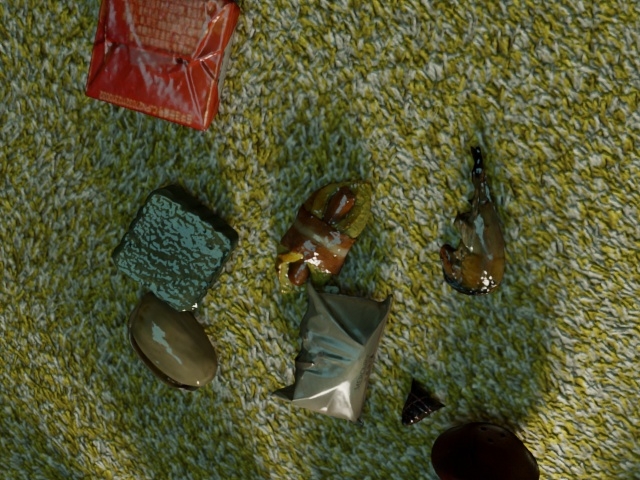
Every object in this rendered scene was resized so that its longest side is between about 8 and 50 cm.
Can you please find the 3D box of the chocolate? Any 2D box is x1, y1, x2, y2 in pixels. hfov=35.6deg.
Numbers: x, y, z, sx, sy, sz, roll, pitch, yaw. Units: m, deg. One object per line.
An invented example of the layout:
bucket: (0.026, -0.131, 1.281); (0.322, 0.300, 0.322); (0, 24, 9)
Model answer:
chocolate: (-0.271, -0.337, 1.744); (0.237, 0.108, 0.235); (16, 107, 8)

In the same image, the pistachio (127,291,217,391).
pistachio: (-0.280, 0.192, 1.882); (0.131, 0.129, 0.206); (-42, 98, -25)

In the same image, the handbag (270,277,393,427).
handbag: (0.020, 0.203, 1.806); (0.182, 0.117, 0.271); (12, 109, -5)

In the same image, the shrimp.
shrimp: (0.251, -0.026, 1.717); (0.117, 0.066, 0.262); (-8, 100, 16)

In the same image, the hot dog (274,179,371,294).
hot dog: (-0.004, 0.000, 1.771); (0.123, 0.093, 0.262); (29, 109, 5)

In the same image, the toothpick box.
toothpick box: (0.270, 0.468, 1.781); (0.192, 0.192, 0.294); (17, 113, 9)

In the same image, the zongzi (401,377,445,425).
zongzi: (0.190, 0.304, 1.825); (0.073, 0.067, 0.083); (20, 91, 15)

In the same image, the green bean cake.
green bean cake: (-0.262, 0.015, 1.834); (0.185, 0.094, 0.183); (36, 107, 5)
